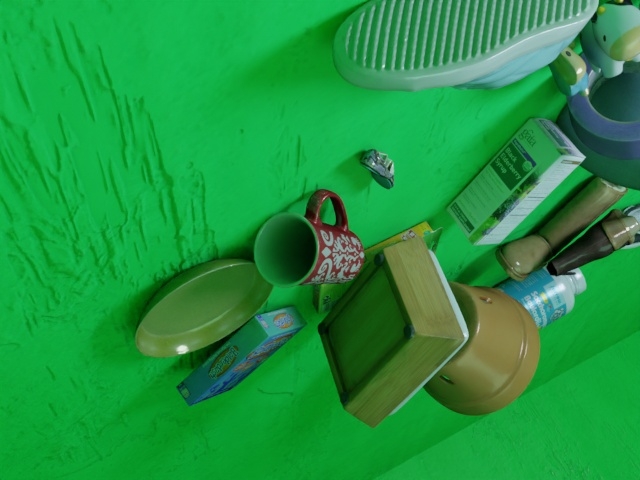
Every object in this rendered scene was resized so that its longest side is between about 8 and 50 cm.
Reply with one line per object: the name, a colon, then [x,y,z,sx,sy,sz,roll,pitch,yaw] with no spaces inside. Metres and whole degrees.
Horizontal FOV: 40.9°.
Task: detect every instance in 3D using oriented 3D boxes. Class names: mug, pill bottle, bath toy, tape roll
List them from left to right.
mug: [0.003,0.009,1.326,0.150,0.113,0.169,-41,157,21]
pill bottle: [0.519,0.147,2.115,0.264,0.146,0.146,-29,154,-10]
tape roll: [0.490,-0.229,1.365,0.189,0.189,0.080,-36,154,7]
bath toy: [0.488,-0.345,1.247,0.348,0.129,0.151,-31,-161,0]

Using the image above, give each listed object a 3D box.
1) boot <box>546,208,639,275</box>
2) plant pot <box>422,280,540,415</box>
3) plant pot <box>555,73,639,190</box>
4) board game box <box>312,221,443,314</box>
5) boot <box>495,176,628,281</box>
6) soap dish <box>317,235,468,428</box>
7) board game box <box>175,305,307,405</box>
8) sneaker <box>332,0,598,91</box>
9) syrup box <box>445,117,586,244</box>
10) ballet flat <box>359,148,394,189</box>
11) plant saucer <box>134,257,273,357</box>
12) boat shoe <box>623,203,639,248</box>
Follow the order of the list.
boot: [0.598,0.011,1.924,0.207,0.090,0.248,-29,172,8]
plant pot: [0.300,0.216,1.869,0.291,0.291,0.203,-41,137,16]
plant pot: [0.592,-0.198,1.530,0.290,0.195,0.290,-26,154,-14]
board game box: [0.106,0.048,1.595,0.259,0.039,0.124,-23,153,-15]
boot: [0.524,-0.037,1.872,0.269,0.089,0.236,-47,164,29]
soap dish: [0.118,0.165,1.539,0.118,0.229,0.291,10,135,-32]
board game box: [-0.139,0.205,1.543,0.210,0.047,0.160,-43,166,20]
sneaker: [0.175,-0.229,1.070,0.366,0.135,0.150,-15,154,-20]
syrup box: [0.346,-0.102,1.536,0.096,0.093,0.237,-2,141,-46]
ballet flat: [0.093,-0.111,1.300,0.041,0.041,0.114,-37,156,8]
plant saucer: [-0.186,0.099,1.350,0.241,0.037,0.241,-26,153,-14]
boat shoe: [0.866,-0.052,2.197,0.302,0.114,0.091,-19,157,-29]
